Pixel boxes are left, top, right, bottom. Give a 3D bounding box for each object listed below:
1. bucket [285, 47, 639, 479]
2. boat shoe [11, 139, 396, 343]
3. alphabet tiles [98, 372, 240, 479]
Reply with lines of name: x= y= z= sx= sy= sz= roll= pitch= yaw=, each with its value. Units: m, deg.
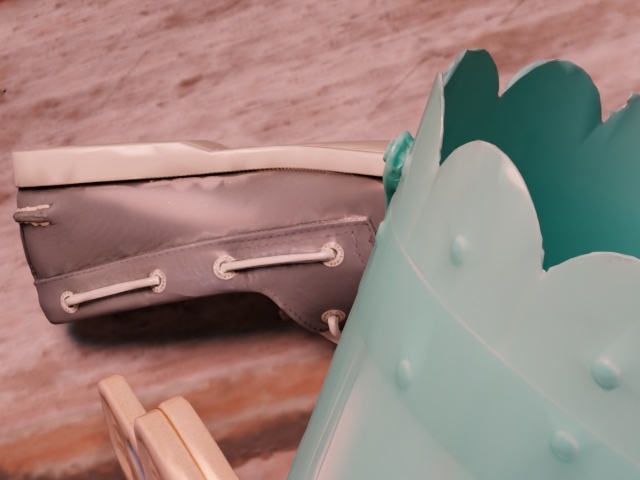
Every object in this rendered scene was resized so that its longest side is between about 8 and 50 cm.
bucket: x=0.123 y=0.080 z=0.534 sx=0.281 sy=0.281 sz=0.183 roll=46 pitch=117 yaw=42
boat shoe: x=0.000 y=0.000 z=0.809 sx=0.319 sy=0.116 sz=0.099 roll=2 pitch=95 yaw=15
alphabet tiles: x=-0.007 y=0.181 z=0.508 sx=0.021 sy=0.284 sz=0.278 roll=-23 pitch=46 yaw=-17
